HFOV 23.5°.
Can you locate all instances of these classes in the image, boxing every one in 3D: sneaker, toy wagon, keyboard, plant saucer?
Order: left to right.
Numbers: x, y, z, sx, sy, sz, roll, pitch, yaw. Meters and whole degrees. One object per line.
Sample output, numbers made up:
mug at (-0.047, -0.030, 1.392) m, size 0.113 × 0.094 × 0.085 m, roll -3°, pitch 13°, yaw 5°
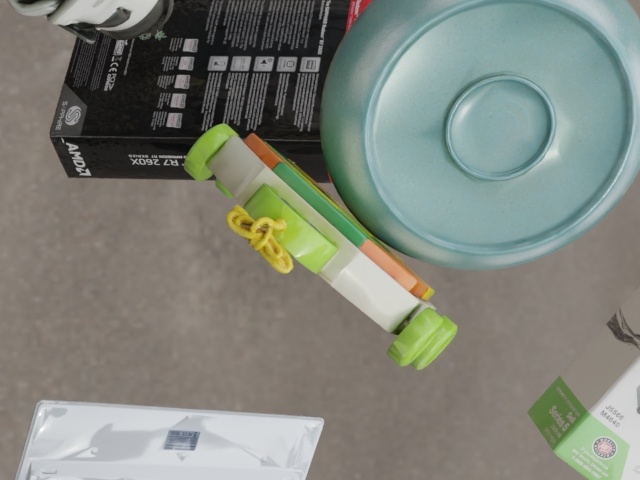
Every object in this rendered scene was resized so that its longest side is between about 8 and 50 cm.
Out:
sneaker at (-0.200, -0.230, 1.270) m, size 0.122 × 0.146 × 0.330 m, roll 56°, pitch -14°, yaw 5°
keyboard at (-0.111, 0.163, 1.195) m, size 0.256 × 0.014 × 0.072 m, roll 8°, pitch 101°, yaw -35°
toy wagon at (0.000, 0.000, 1.351) m, size 0.068 × 0.267 × 0.344 m, roll -49°, pitch 169°, yaw 2°
plant saucer at (0.159, -0.108, 1.397) m, size 0.043 × 0.318 × 0.317 m, roll -105°, pitch 178°, yaw -63°

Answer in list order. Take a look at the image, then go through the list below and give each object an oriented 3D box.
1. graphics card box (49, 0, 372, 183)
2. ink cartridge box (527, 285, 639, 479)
graphics card box at (-0.119, -0.185, 1.850) m, size 0.094 × 0.371 × 0.232 m, roll 78°, pitch 17°, yaw -56°
ink cartridge box at (0.407, 0.172, 1.760) m, size 0.198 × 0.273 × 0.115 m, roll 37°, pitch 9°, yaw -18°
